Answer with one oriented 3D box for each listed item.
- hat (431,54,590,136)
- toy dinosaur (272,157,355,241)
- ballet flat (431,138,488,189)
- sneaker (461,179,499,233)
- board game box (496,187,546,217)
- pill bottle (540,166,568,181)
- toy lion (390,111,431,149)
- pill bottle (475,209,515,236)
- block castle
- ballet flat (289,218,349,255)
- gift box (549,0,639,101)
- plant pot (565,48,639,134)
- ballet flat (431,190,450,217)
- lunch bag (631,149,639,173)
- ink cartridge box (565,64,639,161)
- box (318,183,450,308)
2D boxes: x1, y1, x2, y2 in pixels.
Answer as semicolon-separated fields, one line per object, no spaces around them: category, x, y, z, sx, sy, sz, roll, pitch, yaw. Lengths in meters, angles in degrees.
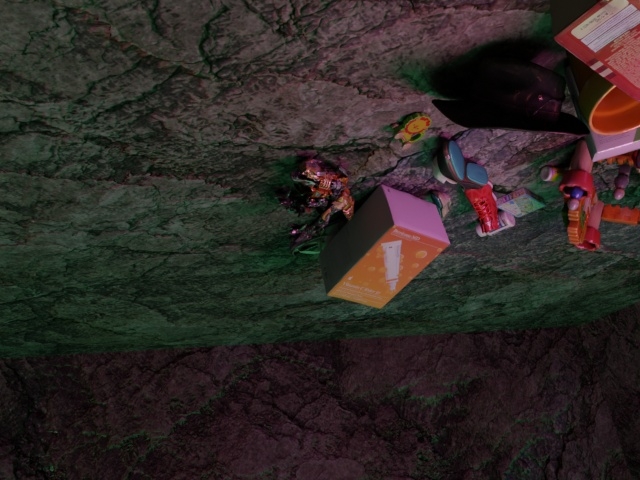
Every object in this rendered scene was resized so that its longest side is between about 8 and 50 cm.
hat;0.406;-0.313;1.298;0.332;0.331;0.133;-1;117;-17
toy dinosaur;0.008;-0.106;1.681;0.218;0.164;0.322;-34;128;16
ballet flat;0.360;-0.189;1.676;0.096;0.095;0.280;-9;161;34
sneaker;0.501;-0.098;1.885;0.087;0.128;0.221;-22;154;28
board game box;0.649;-0.121;2.017;0.103;0.026;0.154;-27;152;36
pill bottle;0.696;-0.195;1.838;0.083;0.043;0.043;1;155;-23
toy lion;0.226;-0.271;1.510;0.096;0.034;0.100;-25;154;16
pill bottle;0.587;-0.057;2.094;0.120;0.067;0.067;-28;151;37
block castle;0.858;-0.083;1.774;0.303;0.212;0.453;12;163;31
ballet flat;0.000;0.000;1.996;0.222;0.079;0.077;-18;154;21
gift box;0.508;-0.427;0.969;0.276;0.258;0.255;29;143;-26
plant pot;0.589;-0.347;1.232;0.205;0.187;0.205;-13;151;-8
ballet flat;0.372;-0.121;1.904;0.052;0.057;0.168;-38;159;-2
lunch bag;0.829;-0.235;1.410;0.293;0.120;0.258;-48;-173;-39
ink cartridge box;0.640;-0.298;1.349;0.154;0.212;0.093;-17;169;16
box;0.182;0.027;1.875;0.215;0.168;0.345;17;132;-29
